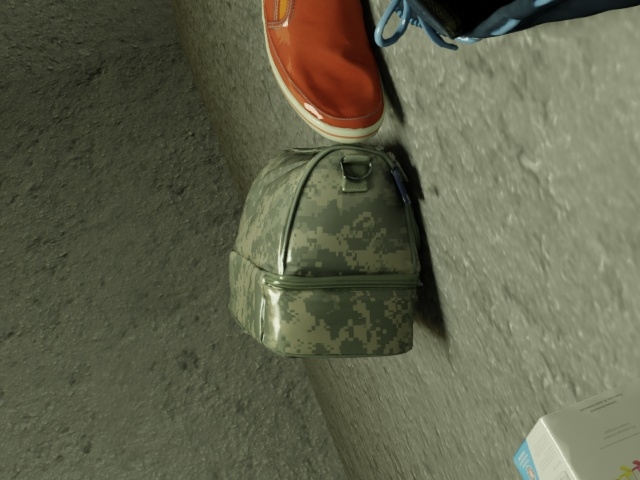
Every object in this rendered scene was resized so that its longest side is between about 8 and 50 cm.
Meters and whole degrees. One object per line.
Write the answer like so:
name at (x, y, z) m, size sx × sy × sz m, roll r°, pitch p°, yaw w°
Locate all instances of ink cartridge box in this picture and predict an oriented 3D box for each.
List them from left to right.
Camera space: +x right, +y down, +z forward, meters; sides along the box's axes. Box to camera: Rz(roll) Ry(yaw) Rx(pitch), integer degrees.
ink cartridge box at (0.210, 0.181, 0.471) m, size 0.092 × 0.090 × 0.143 m, roll 89°, pitch 160°, yaw -57°

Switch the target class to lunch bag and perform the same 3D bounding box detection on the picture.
lunch bag at (0.000, 0.000, 0.937) m, size 0.305 × 0.212 × 0.256 m, roll -157°, pitch 67°, yaw -73°

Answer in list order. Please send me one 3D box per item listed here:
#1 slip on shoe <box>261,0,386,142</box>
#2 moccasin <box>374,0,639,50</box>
slip on shoe at (-0.005, -0.267, 0.802) m, size 0.101 × 0.123 × 0.331 m, roll 129°, pitch 128°, yaw -73°
moccasin at (0.092, -0.184, 0.413) m, size 0.342 × 0.117 × 0.138 m, roll -149°, pitch 43°, yaw -74°
